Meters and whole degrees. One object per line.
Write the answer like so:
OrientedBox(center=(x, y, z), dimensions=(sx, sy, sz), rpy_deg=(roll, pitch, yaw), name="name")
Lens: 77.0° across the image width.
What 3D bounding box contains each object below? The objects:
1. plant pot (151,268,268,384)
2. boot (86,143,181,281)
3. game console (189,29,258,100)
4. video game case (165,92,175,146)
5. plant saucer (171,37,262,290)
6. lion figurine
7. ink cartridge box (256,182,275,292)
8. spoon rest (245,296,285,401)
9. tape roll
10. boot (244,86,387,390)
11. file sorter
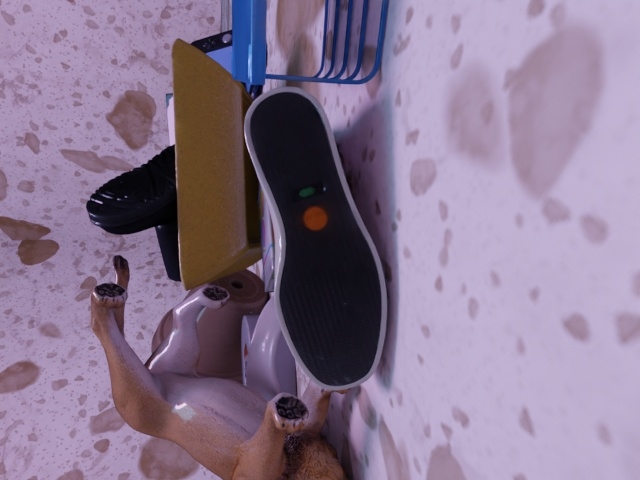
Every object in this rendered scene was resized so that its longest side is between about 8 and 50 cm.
OrientedBox(center=(-0.234, 0.184, 0.943), dimensions=(0.229, 0.263, 0.263), rpy_deg=(-64, 28, 25), name="plant pot")
OrientedBox(center=(-0.226, -0.014, 0.613), dimensions=(0.246, 0.094, 0.207), rpy_deg=(-72, -15, -57), name="boot")
OrientedBox(center=(-0.234, -0.449, 0.956), dimensions=(0.173, 0.251, 0.292), rpy_deg=(60, -160, -65), name="game console")
OrientedBox(center=(-0.202, -0.148, 0.829), dimensions=(0.248, 0.035, 0.274), rpy_deg=(-26, -60, -61), name="video game case")
OrientedBox(center=(-0.135, -0.103, 0.673), dimensions=(0.333, 0.081, 0.332), rpy_deg=(-27, -65, -86), name="plant saucer")
OrientedBox(center=(-0.115, 0.199, 0.440), dimensions=(0.392, 0.142, 0.240), rpy_deg=(32, 118, 23), name="lion figurine")
OrientedBox(center=(-0.051, -0.043, 0.555), dimensions=(0.109, 0.062, 0.209), rpy_deg=(122, 144, -65), name="ink cartridge box")
OrientedBox(center=(-0.053, 0.207, 0.519), dimensions=(0.137, 0.084, 0.276), rpy_deg=(4, 95, 35), name="spoon rest")
OrientedBox(center=(-0.103, 0.247, 0.754), dimensions=(0.219, 0.073, 0.218), rpy_deg=(178, 90, -73), name="tape roll")
OrientedBox(center=(0.000, 0.000, 0.386), dimensions=(0.176, 0.089, 0.244), rpy_deg=(-60, -43, -88), name="boot")
OrientedBox(center=(-0.022, -0.201, 0.359), dimensions=(0.170, 0.105, 0.118), rpy_deg=(-127, 38, -62), name="file sorter")
